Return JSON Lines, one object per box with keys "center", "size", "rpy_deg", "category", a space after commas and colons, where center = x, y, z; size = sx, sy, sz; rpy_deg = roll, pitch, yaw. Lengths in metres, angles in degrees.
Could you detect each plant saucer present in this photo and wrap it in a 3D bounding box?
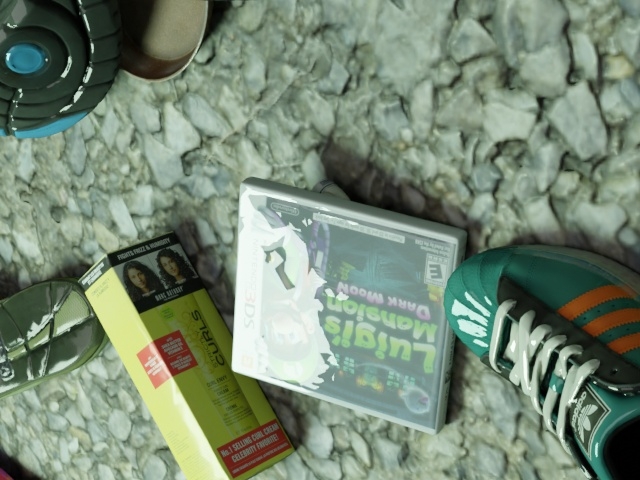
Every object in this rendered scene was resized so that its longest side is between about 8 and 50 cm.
{"center": [-0.145, -0.221, 1.167], "size": [0.168, 0.029, 0.168], "rpy_deg": [16, 115, 38], "category": "plant saucer"}

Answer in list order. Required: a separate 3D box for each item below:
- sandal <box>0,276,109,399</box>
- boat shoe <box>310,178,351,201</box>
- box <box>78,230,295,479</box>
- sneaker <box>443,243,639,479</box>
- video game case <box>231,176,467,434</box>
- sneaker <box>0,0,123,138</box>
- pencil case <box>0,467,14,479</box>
{"center": [-0.325, 0.108, 1.428], "size": [0.302, 0.086, 0.120], "rpy_deg": [-12, 91, 30], "category": "sandal"}
{"center": [0.000, 0.000, 1.107], "size": [0.035, 0.035, 0.100], "rpy_deg": [39, 122, 30], "category": "boat shoe"}
{"center": [-0.120, 0.112, 1.226], "size": [0.058, 0.087, 0.232], "rpy_deg": [-38, 77, 44], "category": "box"}
{"center": [0.188, 0.091, 0.898], "size": [0.302, 0.121, 0.108], "rpy_deg": [26, 121, 35], "category": "sneaker"}
{"center": [0.017, 0.051, 1.085], "size": [0.190, 0.022, 0.173], "rpy_deg": [15, 116, 23], "category": "video game case"}
{"center": [-0.228, -0.234, 1.163], "size": [0.140, 0.125, 0.341], "rpy_deg": [-110, 33, -40], "category": "sneaker"}
{"center": [-0.356, 0.310, 1.518], "size": [0.236, 0.104, 0.104], "rpy_deg": [25, 121, 33], "category": "pencil case"}
